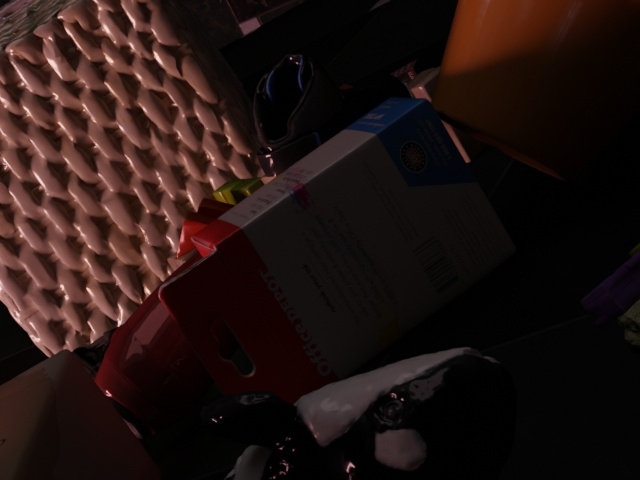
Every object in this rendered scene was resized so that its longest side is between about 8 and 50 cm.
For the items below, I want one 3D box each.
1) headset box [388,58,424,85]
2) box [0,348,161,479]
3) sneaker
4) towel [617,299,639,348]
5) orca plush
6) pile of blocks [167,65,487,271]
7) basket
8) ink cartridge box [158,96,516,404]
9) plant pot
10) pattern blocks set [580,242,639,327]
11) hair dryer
[{"bbox_3d":[0.085,-0.143,1.587,0.083,0.062,0.032,-28,16,22],"label":"headset box"},{"bbox_3d":[-0.199,0.199,0.940,0.148,0.121,0.311,-31,14,7],"label":"box"},{"bbox_3d":[0.013,-0.107,1.196,0.079,0.121,0.217,-16,28,26],"label":"sneaker"},{"bbox_3d":[0.223,0.026,0.803,0.110,0.027,0.148,-36,15,-9],"label":"towel"},{"bbox_3d":[-0.017,0.151,0.762,0.287,0.151,0.102,-21,49,30],"label":"orca plush"},{"bbox_3d":[-0.001,-0.069,1.424,0.362,0.113,0.149,-32,14,1],"label":"pile of blocks"},{"bbox_3d":[-0.237,-0.103,1.609,0.328,0.331,0.266,-33,16,0],"label":"basket"},{"bbox_3d":[0.005,0.016,1.084,0.231,0.134,0.078,-35,15,-10],"label":"ink cartridge box"},{"bbox_3d":[0.179,-0.150,1.130,0.188,0.205,0.205,-64,15,3],"label":"plant pot"},{"bbox_3d":[0.255,-0.058,0.789,0.325,0.026,0.285,-37,-7,-29],"label":"pattern blocks set"},{"bbox_3d":[-0.140,0.074,1.181,0.293,0.080,0.224,-37,26,19],"label":"hair dryer"}]
